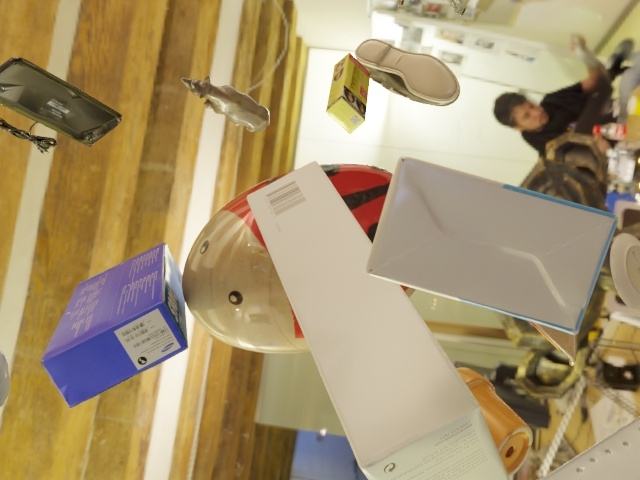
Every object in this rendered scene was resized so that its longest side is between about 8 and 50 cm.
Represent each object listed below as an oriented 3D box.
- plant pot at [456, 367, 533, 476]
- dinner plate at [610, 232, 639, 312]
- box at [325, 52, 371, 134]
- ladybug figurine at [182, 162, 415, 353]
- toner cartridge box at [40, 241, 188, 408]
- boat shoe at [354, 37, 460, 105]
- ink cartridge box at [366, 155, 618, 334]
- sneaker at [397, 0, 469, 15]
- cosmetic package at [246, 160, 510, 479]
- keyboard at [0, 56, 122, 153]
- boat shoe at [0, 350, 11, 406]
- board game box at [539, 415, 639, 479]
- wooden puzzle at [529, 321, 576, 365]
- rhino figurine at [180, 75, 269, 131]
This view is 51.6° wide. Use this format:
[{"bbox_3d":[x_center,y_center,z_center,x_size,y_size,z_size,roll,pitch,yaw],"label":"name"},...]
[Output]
[{"bbox_3d":[0.344,0.410,1.436,0.188,0.205,0.205,29,120,50],"label":"plant pot"},{"bbox_3d":[0.546,0.054,1.143,0.017,0.141,0.141,-23,51,50],"label":"dinner plate"},{"bbox_3d":[0.070,-0.357,1.590,0.058,0.087,0.232,-35,27,32],"label":"box"},{"bbox_3d":[0.000,0.000,1.039,0.449,0.305,0.162,-26,-28,-31],"label":"ladybug figurine"},{"bbox_3d":[-0.285,0.104,0.967,0.075,0.165,0.348,67,174,-16],"label":"toner cartridge box"},{"bbox_3d":[0.228,-0.416,1.679,0.112,0.335,0.095,-50,-34,-3],"label":"boat shoe"},{"bbox_3d":[0.088,-0.005,0.392,0.181,0.104,0.062,-36,-38,-82],"label":"ink cartridge box"},{"bbox_3d":[0.126,-0.438,1.067,0.105,0.281,0.115,-74,-1,-59],"label":"sneaker"},{"bbox_3d":[0.063,0.127,0.653,0.284,0.097,0.377,64,178,-37],"label":"cosmetic package"},{"bbox_3d":[-0.607,-0.281,1.456,0.317,0.201,0.033,30,-149,-61],"label":"keyboard"},{"bbox_3d":[-0.494,0.182,0.859,0.258,0.084,0.095,82,-178,-77],"label":"boat shoe"},{"bbox_3d":[0.595,0.497,1.112,0.390,0.389,0.050,39,144,50],"label":"board game box"},{"bbox_3d":[0.509,0.149,1.531,0.044,0.239,0.221,-39,6,31],"label":"wooden puzzle"},{"bbox_3d":[-0.215,-0.316,1.503,0.243,0.106,0.073,24,-87,-41],"label":"rhino figurine"}]
